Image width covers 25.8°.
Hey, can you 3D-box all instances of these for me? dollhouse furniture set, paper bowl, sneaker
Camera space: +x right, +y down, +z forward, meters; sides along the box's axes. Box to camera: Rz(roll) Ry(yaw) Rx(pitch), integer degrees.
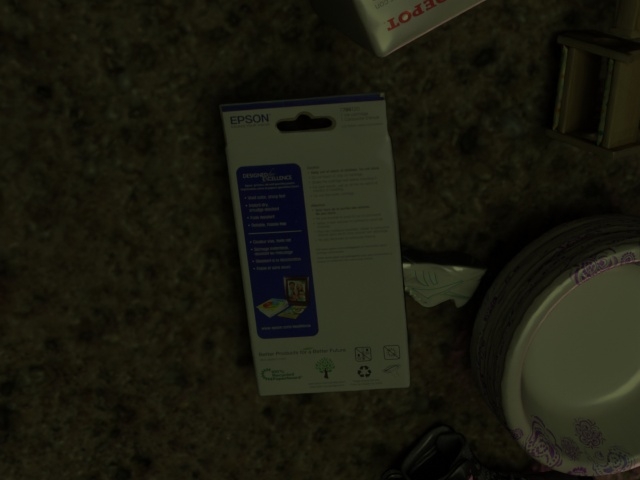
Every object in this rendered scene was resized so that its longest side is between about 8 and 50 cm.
[{"bbox_3d":[0.328,-0.197,1.473,0.161,0.101,0.182,-15,119,-40],"label":"dollhouse furniture set"},{"bbox_3d":[0.302,0.106,1.544,0.284,0.148,0.284,-8,115,-17],"label":"paper bowl"},{"bbox_3d":[0.196,0.284,1.610,0.268,0.101,0.153,-14,119,-10],"label":"sneaker"},{"bbox_3d":[0.106,0.041,1.501,0.152,0.054,0.061,9,112,-23],"label":"sneaker"}]

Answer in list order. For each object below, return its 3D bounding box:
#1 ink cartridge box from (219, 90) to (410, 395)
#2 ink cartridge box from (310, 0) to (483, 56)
[{"bbox_3d":[0.000,0.000,1.412,0.165,0.065,0.333,-3,117,5],"label":"ink cartridge box"},{"bbox_3d":[0.054,-0.318,1.258,0.171,0.168,0.233,-29,120,-6],"label":"ink cartridge box"}]
